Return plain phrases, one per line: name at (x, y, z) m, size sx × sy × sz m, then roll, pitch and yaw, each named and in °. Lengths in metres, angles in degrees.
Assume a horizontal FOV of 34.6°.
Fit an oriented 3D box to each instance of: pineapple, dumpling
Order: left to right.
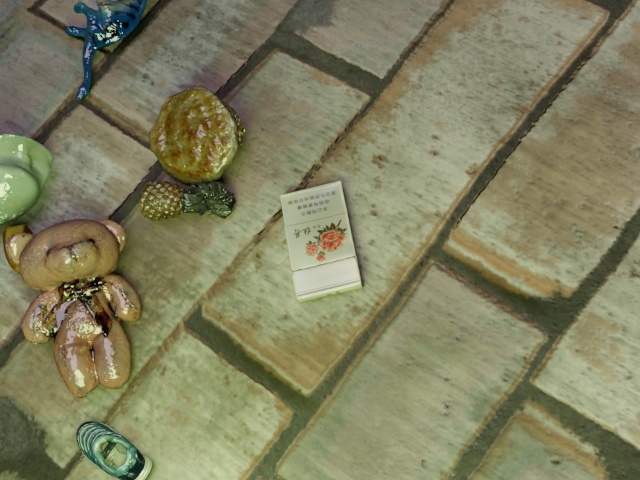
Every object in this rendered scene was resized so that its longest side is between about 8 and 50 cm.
dumpling at (-0.560, -0.094, 1.795) m, size 0.108 × 0.153 × 0.219 m, roll 33°, pitch 71°, yaw 25°
pineapple at (-0.225, -0.067, 1.756) m, size 0.159 × 0.074 × 0.074 m, roll 0°, pitch 64°, yaw 7°

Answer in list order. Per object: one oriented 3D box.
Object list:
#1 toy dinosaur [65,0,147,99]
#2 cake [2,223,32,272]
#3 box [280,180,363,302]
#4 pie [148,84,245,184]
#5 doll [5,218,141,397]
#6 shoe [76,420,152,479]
toy dinosaur at (-0.409, -0.428, 1.977) m, size 0.144 × 0.076 × 0.329 m, roll 33°, pitch 77°, yaw 18°
cake at (-0.518, 0.014, 1.772) m, size 0.044 × 0.084 × 0.084 m, roll -12°, pitch 61°, yaw -2°
box at (0.001, 0.000, 1.688) m, size 0.109 × 0.029 × 0.198 m, roll -14°, pitch 61°, yaw 6°
pie at (-0.218, -0.183, 1.807) m, size 0.163 × 0.079 × 0.193 m, roll -40°, pitch 62°, yaw 3°
doll at (-0.388, 0.094, 1.660) m, size 0.201 × 0.156 × 0.303 m, roll -13°, pitch 65°, yaw -16°
shoe at (-0.325, 0.323, 1.577) m, size 0.143 × 0.071 × 0.064 m, roll 28°, pitch 72°, yaw 29°
